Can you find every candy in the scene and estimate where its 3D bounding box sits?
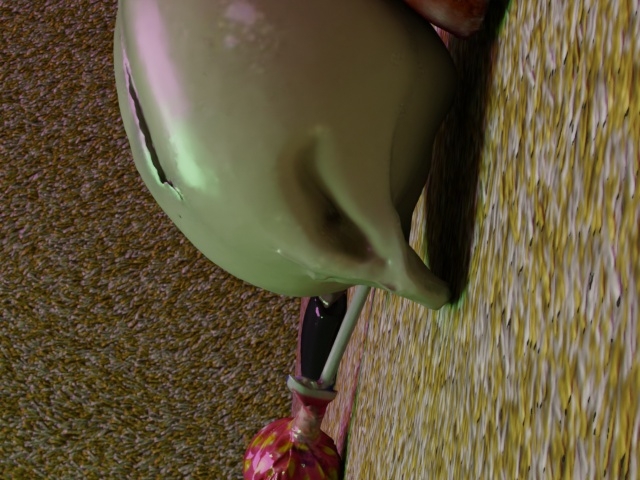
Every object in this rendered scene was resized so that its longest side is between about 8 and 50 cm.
[{"bbox_3d":[0.002,0.177,1.605,0.124,0.124,0.365,-88,15,-54],"label":"candy"}]

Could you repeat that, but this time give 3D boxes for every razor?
[{"bbox_3d":[0.001,0.131,1.945,0.090,0.054,0.148,-93,9,-52],"label":"razor"}]

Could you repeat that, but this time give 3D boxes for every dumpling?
[{"bbox_3d":[-0.033,-0.105,1.032,0.395,0.233,0.315,58,173,7],"label":"dumpling"}]

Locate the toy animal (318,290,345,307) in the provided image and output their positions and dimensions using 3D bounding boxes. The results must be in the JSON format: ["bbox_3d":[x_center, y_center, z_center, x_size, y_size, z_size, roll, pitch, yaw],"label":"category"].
[{"bbox_3d":[0.032,-0.062,1.415,0.324,0.090,0.195,-97,27,-65],"label":"toy animal"}]

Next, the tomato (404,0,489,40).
[{"bbox_3d":[0.072,-0.226,0.881,0.189,0.099,0.173,102,176,-49],"label":"tomato"}]
